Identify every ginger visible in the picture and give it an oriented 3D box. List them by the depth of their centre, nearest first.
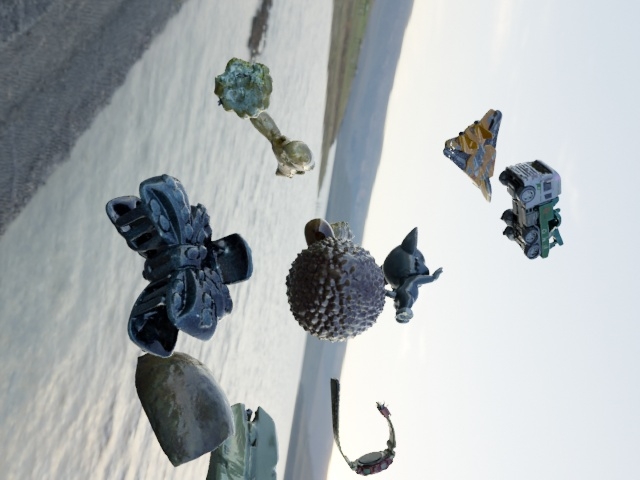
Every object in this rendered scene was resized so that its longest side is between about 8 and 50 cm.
[{"bbox_3d":[0.051,-0.027,2.046,0.205,0.081,0.115,-34,129,-48],"label":"ginger"},{"bbox_3d":[-0.111,-0.326,2.246,0.122,0.363,0.348,-48,144,-10],"label":"ginger"}]

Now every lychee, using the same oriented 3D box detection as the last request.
[{"bbox_3d":[0.034,0.105,1.291,0.271,0.235,0.236,95,3,-67],"label":"lychee"}]

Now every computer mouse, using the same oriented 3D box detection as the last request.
[{"bbox_3d":[-0.238,0.724,1.813,0.145,0.228,0.429,-37,-139,52],"label":"computer mouse"}]

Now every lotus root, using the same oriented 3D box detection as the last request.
[{"bbox_3d":[-0.341,0.398,1.479,0.314,0.142,0.210,58,8,23],"label":"lotus root"}]

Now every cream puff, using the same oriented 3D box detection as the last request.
[{"bbox_3d":[-0.186,-0.389,1.475,0.121,0.156,0.156,68,25,-52],"label":"cream puff"}]

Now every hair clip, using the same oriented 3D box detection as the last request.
[{"bbox_3d":[-0.250,0.043,1.035,0.206,0.194,0.310,18,53,-63],"label":"hair clip"}]

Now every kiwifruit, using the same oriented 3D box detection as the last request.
[{"bbox_3d":[0.000,0.000,1.483,0.075,0.075,0.124,-80,152,-63],"label":"kiwifruit"}]

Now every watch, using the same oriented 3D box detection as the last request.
[{"bbox_3d":[0.117,0.502,1.592,0.102,0.164,0.268,169,-84,-79],"label":"watch"}]

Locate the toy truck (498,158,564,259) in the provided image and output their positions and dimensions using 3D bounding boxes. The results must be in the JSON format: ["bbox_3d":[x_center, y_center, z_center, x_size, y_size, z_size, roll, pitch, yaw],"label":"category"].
[{"bbox_3d":[0.719,-0.096,1.967,0.176,0.178,0.363,-115,-177,-57],"label":"toy truck"}]

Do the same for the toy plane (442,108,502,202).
[{"bbox_3d":[0.465,-0.225,1.718,0.103,0.204,0.316,51,-6,37],"label":"toy plane"}]

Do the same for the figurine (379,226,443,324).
[{"bbox_3d":[0.209,0.117,1.528,0.265,0.140,0.193,-53,177,-48],"label":"figurine"}]
